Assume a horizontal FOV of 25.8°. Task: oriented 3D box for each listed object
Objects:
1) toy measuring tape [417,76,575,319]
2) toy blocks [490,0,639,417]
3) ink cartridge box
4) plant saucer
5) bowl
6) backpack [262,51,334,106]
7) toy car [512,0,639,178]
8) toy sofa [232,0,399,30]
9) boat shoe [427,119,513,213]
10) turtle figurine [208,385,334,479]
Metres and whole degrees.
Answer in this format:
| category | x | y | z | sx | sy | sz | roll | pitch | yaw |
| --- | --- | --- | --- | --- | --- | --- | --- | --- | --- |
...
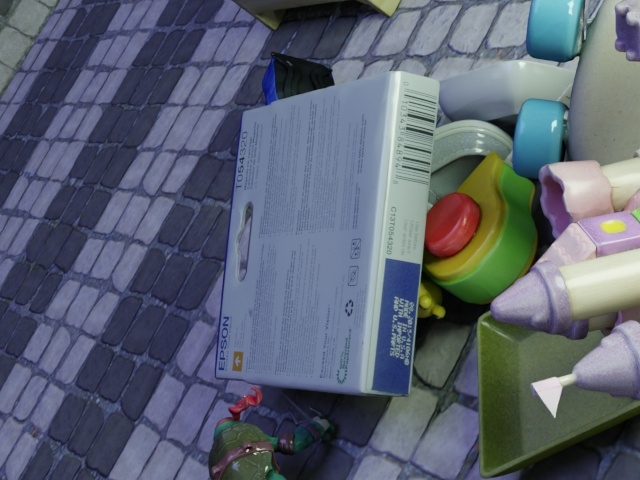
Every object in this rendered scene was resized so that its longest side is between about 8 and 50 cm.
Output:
| category | x | y | z | sx | sy | sz | roll | pitch | yaw |
| --- | --- | --- | --- | --- | --- | --- | --- | --- | --- |
| toy measuring tape | 0.201 | -0.041 | 1.394 | 0.330 | 0.121 | 0.121 | -49 | 30 | 13 |
| toy blocks | 0.236 | 0.001 | 1.018 | 0.260 | 0.309 | 0.288 | -12 | 31 | -8 |
| ink cartridge box | 0.000 | 0.000 | 1.507 | 0.330 | 0.071 | 0.324 | -4 | 79 | 61 |
| plant saucer | 0.227 | 0.114 | 1.265 | 0.188 | 0.045 | 0.188 | -34 | 36 | 35 |
| bowl | 0.207 | -0.144 | 1.476 | 0.142 | 0.142 | 0.053 | -11 | 74 | 52 |
| backpack | -0.030 | -0.182 | 1.904 | 0.120 | 0.098 | 0.101 | -99 | 21 | -51 |
| toy car | 0.310 | -0.153 | 1.282 | 0.238 | 0.219 | 0.210 | -47 | -36 | -64 |
| toy sofa | -0.020 | -0.425 | 2.050 | 0.362 | 0.177 | 0.150 | 7 | 67 | 59 |
| boat shoe | 0.095 | -0.010 | 1.527 | 0.320 | 0.118 | 0.103 | -40 | 40 | 34 |
| turtle figurine | -0.066 | 0.259 | 1.495 | 0.175 | 0.118 | 0.234 | -47 | 36 | 15 |
